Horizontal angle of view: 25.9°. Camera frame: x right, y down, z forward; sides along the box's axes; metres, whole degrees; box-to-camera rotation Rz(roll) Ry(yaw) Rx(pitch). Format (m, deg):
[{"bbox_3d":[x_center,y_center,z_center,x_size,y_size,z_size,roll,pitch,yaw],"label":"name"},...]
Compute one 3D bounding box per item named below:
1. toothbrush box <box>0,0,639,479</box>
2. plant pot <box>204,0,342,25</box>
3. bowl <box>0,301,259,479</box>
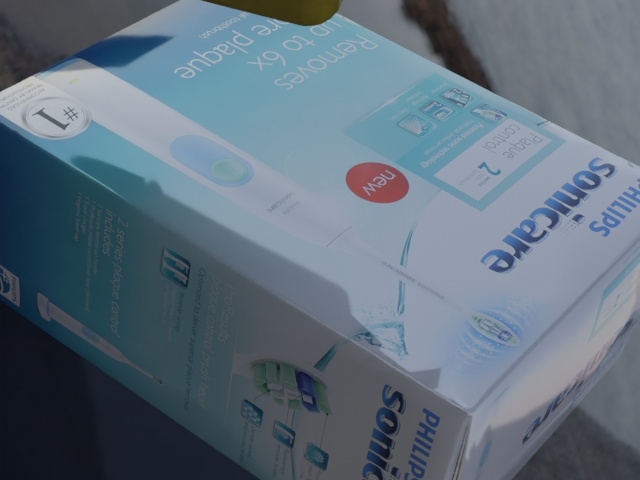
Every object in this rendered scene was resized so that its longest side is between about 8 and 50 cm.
[{"bbox_3d":[0.000,0.000,0.724,0.216,0.295,0.126,-36,149,-41],"label":"toothbrush box"},{"bbox_3d":[-0.046,-0.208,0.537,0.187,0.212,0.212,77,32,-60],"label":"plant pot"},{"bbox_3d":[-0.087,0.105,0.888,0.391,0.077,0.391,21,56,-36],"label":"bowl"}]
